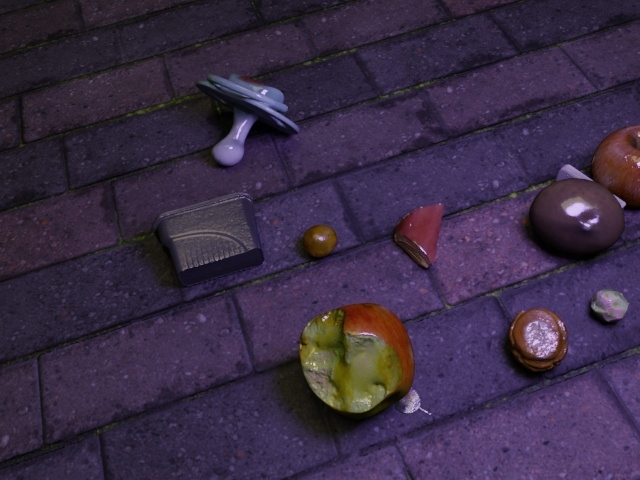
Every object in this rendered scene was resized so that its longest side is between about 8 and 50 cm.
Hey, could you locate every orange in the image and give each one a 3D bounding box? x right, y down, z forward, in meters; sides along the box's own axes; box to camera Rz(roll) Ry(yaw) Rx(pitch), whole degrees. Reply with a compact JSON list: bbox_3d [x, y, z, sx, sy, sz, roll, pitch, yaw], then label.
[{"bbox_3d":[0.000,0.000,1.564,0.095,0.085,0.085,-23,57,-18],"label":"orange"}]

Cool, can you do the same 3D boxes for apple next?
[{"bbox_3d":[0.083,0.261,1.288,0.246,0.246,0.226,-18,65,-7],"label":"apple"},{"bbox_3d":[0.815,-0.191,1.553,0.211,0.188,0.211,-3,52,4],"label":"apple"}]

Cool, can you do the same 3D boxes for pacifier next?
[{"bbox_3d":[-0.239,-0.347,1.743,0.343,0.288,0.269,22,87,23],"label":"pacifier"}]

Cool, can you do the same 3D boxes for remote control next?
[{"bbox_3d":[0.706,-0.124,1.577,0.029,0.087,0.190,-37,60,-17],"label":"remote control"}]

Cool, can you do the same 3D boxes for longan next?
[{"bbox_3d":[0.634,-0.059,1.482,0.220,0.196,0.196,14,59,22],"label":"longan"}]

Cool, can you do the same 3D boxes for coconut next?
[{"bbox_3d":[0.674,0.152,1.400,0.081,0.082,0.083,-12,55,-8],"label":"coconut"}]

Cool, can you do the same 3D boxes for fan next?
[{"bbox_3d":[0.202,0.371,1.345,0.060,0.003,0.080,-26,58,-11],"label":"fan"}]

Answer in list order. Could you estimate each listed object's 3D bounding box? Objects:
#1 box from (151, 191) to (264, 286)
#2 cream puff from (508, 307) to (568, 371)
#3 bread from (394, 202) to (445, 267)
[{"bbox_3d":[-0.287,0.000,1.564,0.274,0.138,0.178,-18,61,-6],"label":"box"},{"bbox_3d":[0.492,0.228,1.354,0.126,0.103,0.144,-1,55,20],"label":"cream puff"},{"bbox_3d":[0.254,-0.023,1.563,0.119,0.067,0.192,9,58,11],"label":"bread"}]
